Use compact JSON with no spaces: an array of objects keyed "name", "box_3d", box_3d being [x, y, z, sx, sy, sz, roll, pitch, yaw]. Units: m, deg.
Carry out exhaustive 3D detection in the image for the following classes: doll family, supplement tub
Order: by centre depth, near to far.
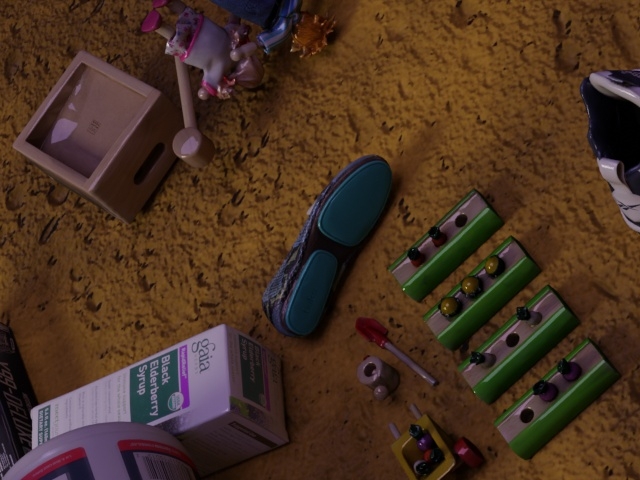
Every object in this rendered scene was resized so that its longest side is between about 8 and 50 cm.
[{"name":"supplement tub","box_3d":[-0.162,0.308,1.587,0.191,0.191,0.272,-39,49,15]},{"name":"doll family","box_3d":[-0.053,-0.264,1.865,0.118,0.163,0.263,-11,54,57]}]

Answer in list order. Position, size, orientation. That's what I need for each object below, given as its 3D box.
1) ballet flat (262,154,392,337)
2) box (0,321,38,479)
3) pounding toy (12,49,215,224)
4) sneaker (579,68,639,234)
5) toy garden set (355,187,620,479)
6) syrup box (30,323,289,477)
[{"name":"ballet flat","box_3d":[0.000,0.000,1.744,0.070,0.070,0.188,23,79,43]},{"name":"box","box_3d":[-0.383,0.253,1.894,0.242,0.076,0.307,-41,48,13]},{"name":"pounding toy","box_3d":[-0.178,-0.111,1.927,0.206,0.094,0.181,30,81,34]},{"name":"sneaker","box_3d":[0.287,-0.128,1.523,0.094,0.153,0.235,22,81,42]},{"name":"toy garden set","box_3d":[0.111,0.093,1.613,0.204,0.049,0.244,-44,48,11]},{"name":"syrup box","box_3d":[-0.151,0.171,1.744,0.237,0.096,0.093,-25,53,27]}]
